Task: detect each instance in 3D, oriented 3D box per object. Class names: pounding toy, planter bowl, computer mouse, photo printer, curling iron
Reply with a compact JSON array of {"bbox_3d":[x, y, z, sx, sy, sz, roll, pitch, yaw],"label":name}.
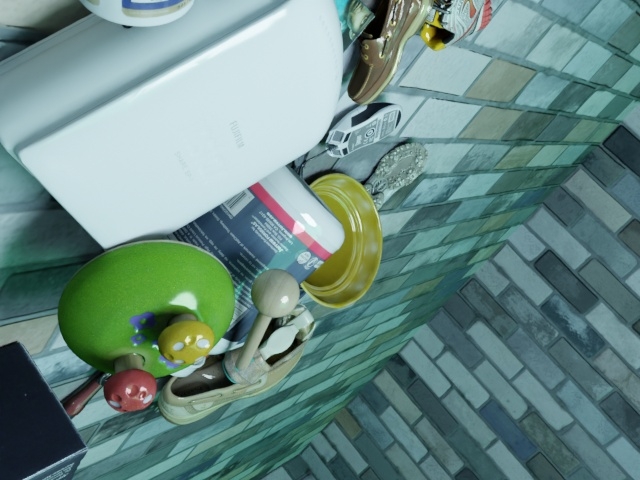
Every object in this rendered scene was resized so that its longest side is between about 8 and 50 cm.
[{"bbox_3d":[-0.143,0.106,0.736,0.236,0.110,0.183,8,127,-28],"label":"pounding toy"},{"bbox_3d":[0.000,0.000,1.186,0.090,0.217,0.217,1,-163,45],"label":"planter bowl"},{"bbox_3d":[0.035,-0.157,1.054,0.193,0.042,0.106,-27,153,-21],"label":"computer mouse"},{"bbox_3d":[-0.116,-0.128,0.673,0.307,0.107,0.256,-32,159,-9],"label":"photo printer"},{"bbox_3d":[-0.403,0.264,1.137,0.274,0.035,0.068,-42,164,-1],"label":"curling iron"}]

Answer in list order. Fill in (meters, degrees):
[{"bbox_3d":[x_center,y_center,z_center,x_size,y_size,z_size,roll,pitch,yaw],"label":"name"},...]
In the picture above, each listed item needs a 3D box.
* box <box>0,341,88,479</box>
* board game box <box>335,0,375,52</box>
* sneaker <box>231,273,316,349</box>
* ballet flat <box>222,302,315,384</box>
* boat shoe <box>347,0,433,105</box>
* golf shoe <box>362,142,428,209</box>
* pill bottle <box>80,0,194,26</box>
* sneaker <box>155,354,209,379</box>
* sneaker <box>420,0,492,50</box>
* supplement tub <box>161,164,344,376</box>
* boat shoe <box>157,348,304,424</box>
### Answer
[{"bbox_3d":[-0.506,0.330,0.864,0.343,0.179,0.313,-20,151,-46],"label":"box"},{"bbox_3d":[-0.027,-0.212,0.827,0.186,0.026,0.126,-47,160,17],"label":"board game box"},{"bbox_3d":[-0.094,0.093,1.267,0.226,0.086,0.163,-35,168,-35],"label":"sneaker"},{"bbox_3d":[-0.070,0.185,1.414,0.106,0.108,0.316,-36,-177,31],"label":"ballet flat"},{"bbox_3d":[0.073,-0.251,0.901,0.060,0.064,0.178,9,133,-26],"label":"boat shoe"},{"bbox_3d":[0.122,-0.113,1.314,0.176,0.069,0.086,-42,-178,10],"label":"golf shoe"},{"bbox_3d":[-0.123,-0.238,0.479,0.094,0.094,0.169,-30,159,-30],"label":"pill bottle"},{"bbox_3d":[-0.223,0.131,1.092,0.135,0.098,0.276,-34,161,-32],"label":"sneaker"},{"bbox_3d":[0.170,-0.311,0.899,0.092,0.088,0.225,-38,161,-6],"label":"sneaker"},{"bbox_3d":[-0.123,0.017,0.892,0.272,0.191,0.191,-43,161,4],"label":"supplement tub"},{"bbox_3d":[-0.164,0.258,1.456,0.341,0.122,0.110,-27,158,-32],"label":"boat shoe"}]
